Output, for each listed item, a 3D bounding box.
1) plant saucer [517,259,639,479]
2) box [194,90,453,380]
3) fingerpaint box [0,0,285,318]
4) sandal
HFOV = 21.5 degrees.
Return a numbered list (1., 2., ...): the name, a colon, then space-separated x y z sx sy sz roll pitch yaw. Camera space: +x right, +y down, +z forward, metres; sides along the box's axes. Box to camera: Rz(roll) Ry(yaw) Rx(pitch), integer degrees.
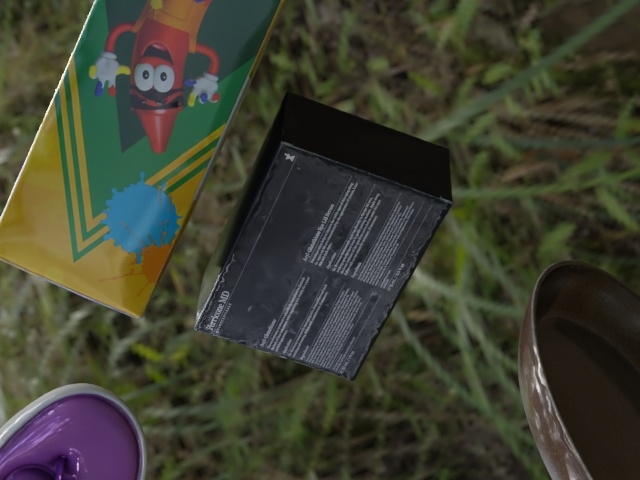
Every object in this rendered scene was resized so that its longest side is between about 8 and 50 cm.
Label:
1. plant saucer: 0.244 0.158 1.265 0.310 0.050 0.311 38 -149 -28
2. box: 0.000 0.000 1.734 0.103 0.184 0.261 -89 21 -52
3. fingerpaint box: -0.160 -0.153 1.674 0.445 0.163 0.371 -96 31 -81
4. sandal: -0.292 0.328 1.568 0.169 0.416 0.102 33 -176 -26
